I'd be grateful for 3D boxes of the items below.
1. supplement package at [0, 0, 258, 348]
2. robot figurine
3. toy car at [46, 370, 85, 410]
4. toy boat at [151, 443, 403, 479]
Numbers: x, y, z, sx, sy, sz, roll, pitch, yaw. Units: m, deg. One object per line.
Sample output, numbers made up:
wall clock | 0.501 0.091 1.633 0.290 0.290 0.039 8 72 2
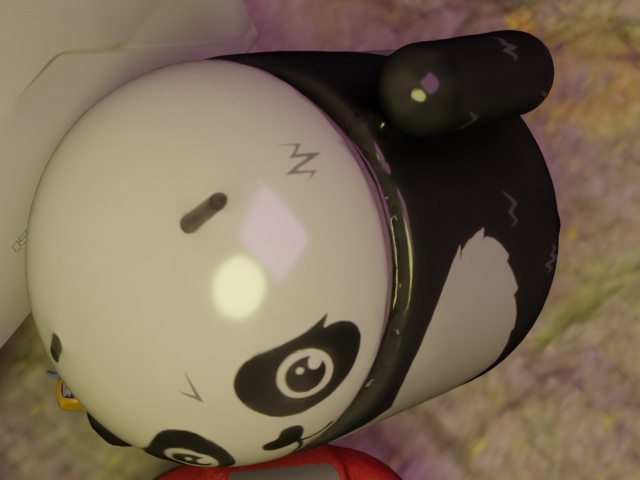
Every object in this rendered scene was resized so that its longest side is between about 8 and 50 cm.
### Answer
supplement package | -0.180 -0.082 0.633 0.145 0.204 0.262 25 66 28
robot figurine | 0.000 0.003 0.667 0.278 0.174 0.209 -12 111 -55
toy car | -0.123 0.022 0.723 0.041 0.060 0.122 -4 77 -8
toy boat | -0.009 0.210 0.644 0.151 0.151 0.231 -4 96 -17
